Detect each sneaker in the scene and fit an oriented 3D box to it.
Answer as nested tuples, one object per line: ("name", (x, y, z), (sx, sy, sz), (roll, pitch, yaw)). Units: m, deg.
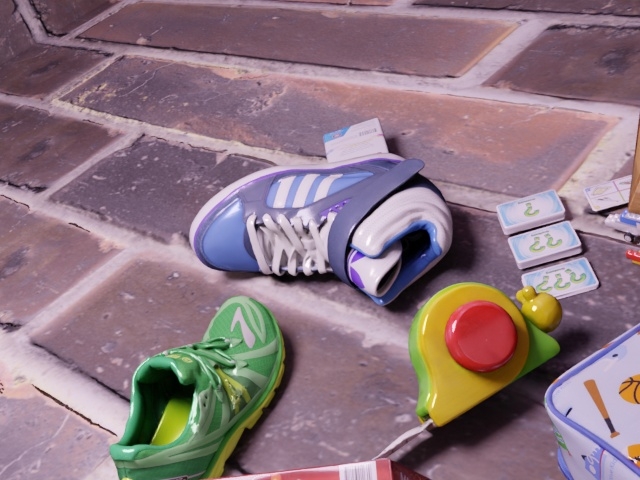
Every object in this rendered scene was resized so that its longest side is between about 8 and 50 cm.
("sneaker", (0.000, 0.000, 1.118), (0.323, 0.130, 0.236), (-16, 29, -3))
("sneaker", (-0.124, 0.153, 0.974), (0.109, 0.123, 0.295), (-3, 36, 25))

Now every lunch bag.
("lunch bag", (0.354, 0.131, 0.759), (0.303, 0.115, 0.243), (-29, 29, -14))

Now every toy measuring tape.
("toy measuring tape", (0.092, 0.129, 0.892), (0.330, 0.121, 0.121), (-29, 34, -13))

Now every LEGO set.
("LEGO set", (0.336, -0.029, 1.051), (0.244, 0.060, 0.182), (-15, 37, 7))

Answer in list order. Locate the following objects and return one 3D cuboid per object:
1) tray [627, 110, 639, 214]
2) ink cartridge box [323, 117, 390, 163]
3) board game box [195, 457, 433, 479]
("tray", (0.509, -0.070, 0.849), (0.411, 0.076, 0.203), (14, 51, 10))
("ink cartridge box", (0.057, -0.119, 1.331), (0.088, 0.052, 0.122), (-17, 32, 6))
("board game box", (0.020, 0.205, 0.707), (0.145, 0.281, 0.027), (-9, 67, 15))
